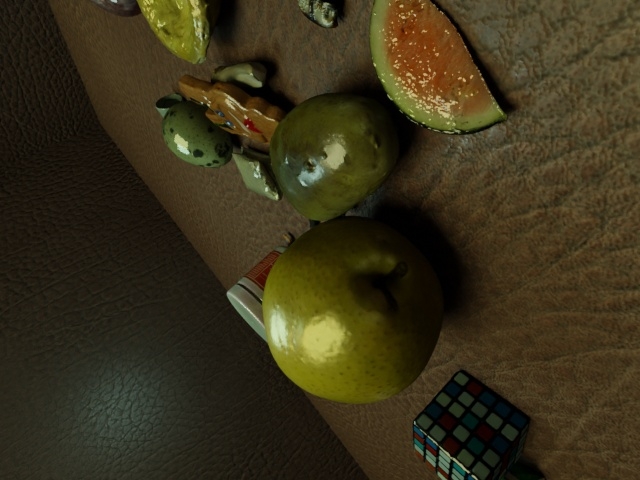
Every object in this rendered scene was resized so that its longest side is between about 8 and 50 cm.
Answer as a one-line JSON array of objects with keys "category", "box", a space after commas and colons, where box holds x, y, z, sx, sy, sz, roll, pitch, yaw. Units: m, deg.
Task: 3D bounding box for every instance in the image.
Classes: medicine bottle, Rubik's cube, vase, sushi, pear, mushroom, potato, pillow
[{"category": "medicine bottle", "box": [-0.133, 0.180, 1.319, 0.252, 0.241, 0.253, 40, 158, 20]}, {"category": "Rubik's cube", "box": [0.335, 0.449, 0.927, 0.184, 0.182, 0.187, 33, 148, 42]}, {"category": "vase", "box": [-0.498, -0.400, 1.457, 0.096, 0.096, 0.219, 37, 154, 34]}, {"category": "sushi", "box": [-0.005, -0.360, 0.637, 0.083, 0.044, 0.046, 44, 154, 27]}, {"category": "pear", "box": [0.058, 0.139, 0.827, 0.362, 0.362, 0.418, 48, 152, 13]}, {"category": "mushroom", "box": [-0.177, -0.365, 0.911, 0.084, 0.071, 0.209, 29, 173, -36]}, {"category": "potato", "box": [0.019, -0.150, 0.719, 0.210, 0.173, 0.307, 64, 153, -4]}, {"category": "pillow", "box": [-0.179, -0.190, 1.156, 0.181, 0.077, 0.134, 29, 147, 46]}]

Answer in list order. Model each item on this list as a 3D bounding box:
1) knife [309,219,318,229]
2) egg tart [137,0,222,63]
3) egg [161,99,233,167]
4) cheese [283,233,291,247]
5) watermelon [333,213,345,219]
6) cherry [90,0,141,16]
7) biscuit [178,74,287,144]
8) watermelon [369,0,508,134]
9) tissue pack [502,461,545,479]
[{"category": "knife", "box": [0.000, 0.000, 1.139, 0.072, 0.019, 0.245, 36, 148, 33]}, {"category": "egg tart", "box": [-0.301, -0.539, 0.860, 0.315, 0.120, 0.315, 40, 154, 25]}, {"category": "egg", "box": [-0.361, -0.311, 1.216, 0.228, 0.177, 0.177, 37, 157, -3]}, {"category": "cheese", "box": [-0.098, 0.026, 1.351, 0.047, 0.017, 0.111, 29, 146, 45]}, {"category": "watermelon", "box": [0.017, -0.086, 0.928, 0.110, 0.078, 0.078, 31, 148, 31]}, {"category": "cherry", "box": [-0.547, -0.698, 1.029, 0.266, 0.184, 0.213, 44, 168, -16]}, {"category": "biscuit", "box": [-0.196, -0.299, 0.971, 0.333, 0.047, 0.202, 24, 169, 32]}, {"category": "watermelon", "box": [0.141, -0.228, 0.539, 0.245, 0.063, 0.119, 56, 139, 8]}, {"category": "tissue pack", "box": [0.444, 0.612, 1.021, 0.209, 0.156, 0.148, 7, 93, 61]}]
